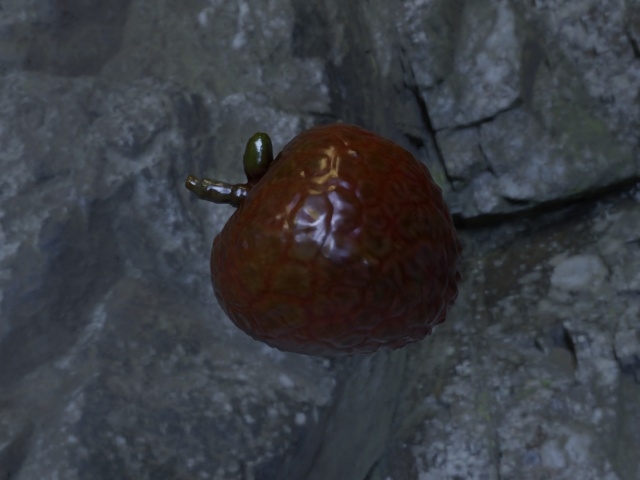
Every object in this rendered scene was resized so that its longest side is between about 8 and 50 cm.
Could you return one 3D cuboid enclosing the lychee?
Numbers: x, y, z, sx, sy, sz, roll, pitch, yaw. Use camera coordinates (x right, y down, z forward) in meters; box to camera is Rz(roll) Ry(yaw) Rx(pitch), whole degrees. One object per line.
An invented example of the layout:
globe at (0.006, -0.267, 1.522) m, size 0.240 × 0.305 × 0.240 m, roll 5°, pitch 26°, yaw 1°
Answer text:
lychee at (0.000, 0.000, 0.865) m, size 0.300 × 0.255 × 0.255 m, roll 36°, pitch 14°, yaw 18°
